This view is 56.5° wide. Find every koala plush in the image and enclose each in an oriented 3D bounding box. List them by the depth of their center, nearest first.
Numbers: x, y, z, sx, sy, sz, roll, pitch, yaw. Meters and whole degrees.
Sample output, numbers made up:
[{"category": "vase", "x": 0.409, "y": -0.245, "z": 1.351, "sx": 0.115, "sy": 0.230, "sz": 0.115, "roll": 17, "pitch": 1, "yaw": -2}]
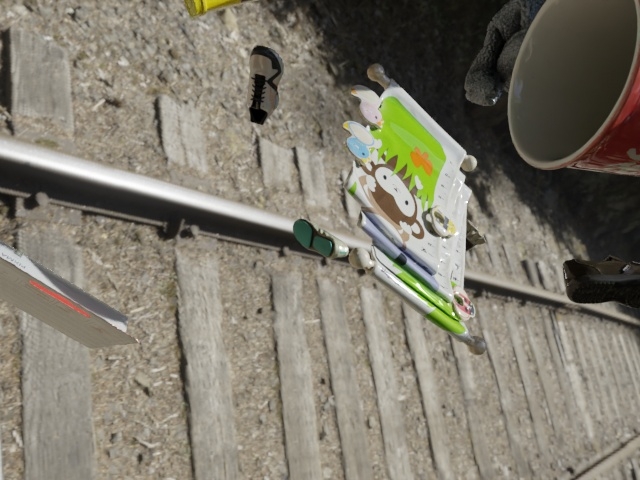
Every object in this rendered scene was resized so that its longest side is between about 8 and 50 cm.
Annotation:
[{"category": "koala plush", "x": 0.365, "y": -0.268, "z": 0.910, "sx": 0.196, "sy": 0.203, "sz": 0.221, "roll": 0, "pitch": 35, "yaw": -17}]

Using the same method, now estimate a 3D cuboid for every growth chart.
[{"category": "growth chart", "x": 0.082, "y": -0.038, "z": 0.517, "sx": 0.172, "sy": 0.021, "sz": 0.237, "roll": 32, "pitch": 48, "yaw": -27}]

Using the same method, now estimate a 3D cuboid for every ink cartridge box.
[{"category": "ink cartridge box", "x": -0.301, "y": 0.058, "z": 0.684, "sx": 0.181, "sy": 0.224, "sz": 0.056, "roll": 37, "pitch": 60, "yaw": -21}]

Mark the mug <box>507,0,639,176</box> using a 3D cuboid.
[{"category": "mug", "x": 0.222, "y": -0.093, "z": 0.339, "sx": 0.169, "sy": 0.150, "sz": 0.113, "roll": 8, "pitch": 59, "yaw": -14}]

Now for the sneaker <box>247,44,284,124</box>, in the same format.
[{"category": "sneaker", "x": -0.068, "y": -0.182, "z": 0.709, "sx": 0.109, "sy": 0.040, "sz": 0.044, "roll": 93, "pitch": 15, "yaw": -57}]

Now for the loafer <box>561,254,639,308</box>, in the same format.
[{"category": "loafer", "x": 0.494, "y": 0.057, "z": 0.977, "sx": 0.220, "sy": 0.080, "sz": 0.078, "roll": 5, "pitch": 47, "yaw": -19}]

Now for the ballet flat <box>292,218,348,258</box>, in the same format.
[{"category": "ballet flat", "x": 0.000, "y": 0.000, "z": 1.258, "sx": 0.052, "sy": 0.168, "sz": 0.057, "roll": 5, "pitch": 110, "yaw": -35}]

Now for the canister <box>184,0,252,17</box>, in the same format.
[{"category": "canister", "x": -0.186, "y": -0.517, "z": 1.159, "sx": 0.170, "sy": 0.073, "sz": 0.126, "roll": -22, "pitch": 108, "yaw": -20}]

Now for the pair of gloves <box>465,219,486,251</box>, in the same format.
[{"category": "pair of gloves", "x": 0.319, "y": -0.015, "z": 1.642, "sx": 0.240, "sy": 0.204, "sz": 0.042, "roll": 39, "pitch": 32, "yaw": -36}]
